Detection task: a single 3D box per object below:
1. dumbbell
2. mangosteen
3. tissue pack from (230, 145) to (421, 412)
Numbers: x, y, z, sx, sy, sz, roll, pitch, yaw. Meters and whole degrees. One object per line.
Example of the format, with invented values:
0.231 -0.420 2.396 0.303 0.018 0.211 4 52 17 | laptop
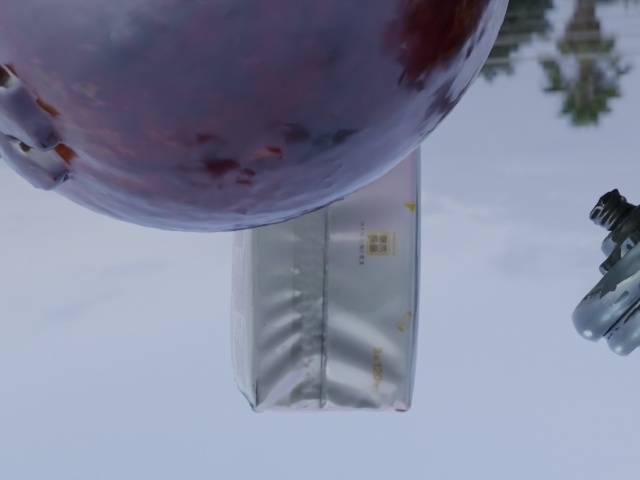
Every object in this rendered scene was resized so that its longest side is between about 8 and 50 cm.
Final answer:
0.364 0.110 1.130 0.406 0.179 0.179 46 -149 12 | dumbbell
-0.021 -0.126 0.450 0.257 0.215 0.215 -46 -149 -20 | mangosteen
0.000 0.000 1.033 0.124 0.225 0.185 1 -179 -5 | tissue pack
